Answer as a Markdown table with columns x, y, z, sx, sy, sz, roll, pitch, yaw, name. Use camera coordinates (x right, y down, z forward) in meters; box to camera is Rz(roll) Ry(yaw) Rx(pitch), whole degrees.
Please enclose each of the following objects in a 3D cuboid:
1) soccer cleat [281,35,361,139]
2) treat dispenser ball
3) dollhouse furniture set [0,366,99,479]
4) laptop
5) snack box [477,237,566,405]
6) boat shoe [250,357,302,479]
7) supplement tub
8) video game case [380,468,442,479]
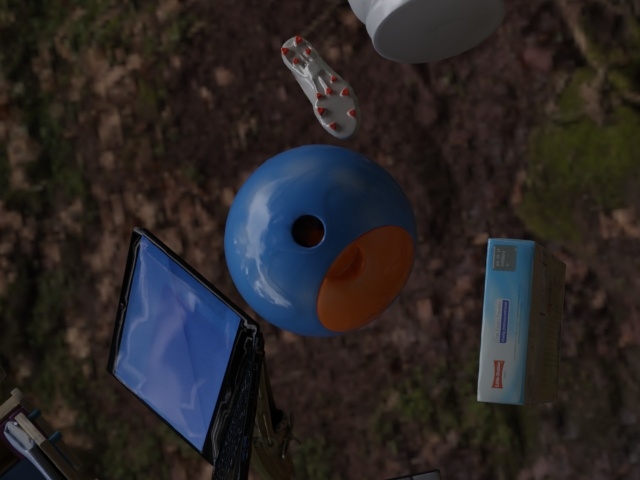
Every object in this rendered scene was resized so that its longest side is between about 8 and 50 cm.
| x | y | z | sx | sy | sz | roll | pitch | yaw | name |
| --- | --- | --- | --- | --- | --- | --- | --- | --- | --- |
| 0.007 | -0.228 | 2.097 | 0.196 | 0.068 | 0.076 | 57 | -176 | 23 | soccer cleat |
| 0.000 | 0.000 | 2.068 | 0.288 | 0.288 | 0.288 | 170 | 90 | -86 | treat dispenser ball |
| -0.412 | 0.304 | 1.757 | 0.286 | 0.198 | 0.303 | 55 | 164 | -24 | dollhouse furniture set |
| -0.138 | 0.166 | 1.257 | 0.234 | 0.137 | 0.264 | 108 | 171 | -47 | laptop |
| 0.252 | 0.105 | 1.701 | 0.322 | 0.060 | 0.187 | 21 | -107 | -72 | snack box |
| -0.091 | 0.270 | 2.197 | 0.104 | 0.089 | 0.285 | -99 | -11 | -64 | boat shoe |
| 0.136 | -0.450 | 2.046 | 0.235 | 0.235 | 0.324 | 89 | 169 | -67 | supplement tub |
| 0.049 | 0.414 | 1.643 | 0.035 | 0.275 | 0.248 | 107 | 150 | -57 | video game case |
